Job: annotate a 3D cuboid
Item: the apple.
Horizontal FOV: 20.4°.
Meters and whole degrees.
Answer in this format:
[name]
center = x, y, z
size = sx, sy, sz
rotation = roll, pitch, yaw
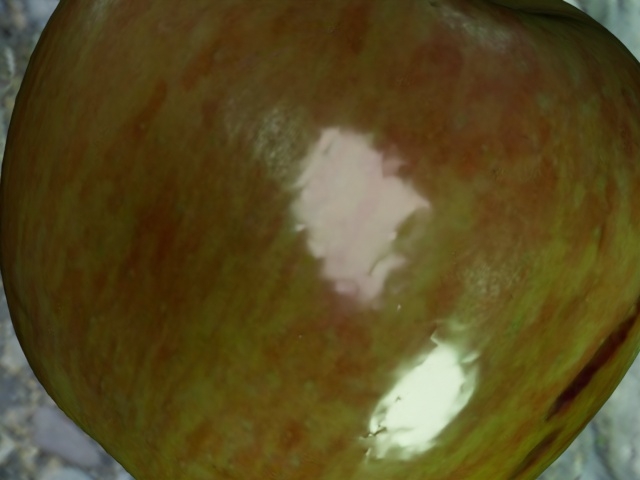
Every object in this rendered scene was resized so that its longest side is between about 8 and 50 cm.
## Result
[apple]
center = 0.000, 0.000, 0.697
size = 0.264, 0.264, 0.264
rotation = 0, 99, 3
